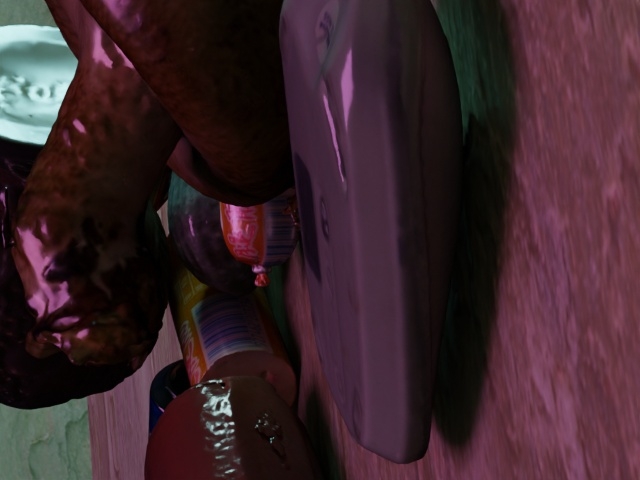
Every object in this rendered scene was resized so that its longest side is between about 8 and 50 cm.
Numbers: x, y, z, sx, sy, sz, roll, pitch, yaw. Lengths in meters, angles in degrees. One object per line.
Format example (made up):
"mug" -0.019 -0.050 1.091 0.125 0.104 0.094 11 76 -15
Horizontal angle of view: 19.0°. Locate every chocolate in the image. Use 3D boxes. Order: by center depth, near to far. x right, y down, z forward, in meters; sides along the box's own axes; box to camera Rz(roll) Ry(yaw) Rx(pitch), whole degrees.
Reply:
"chocolate" -0.090 -0.073 1.705 0.110 0.110 0.248 128 135 -71

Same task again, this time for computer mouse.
"computer mouse" 0.040 -0.024 1.159 0.197 0.095 0.331 -111 14 -59

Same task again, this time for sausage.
"sausage" -0.062 0.228 1.533 0.279 0.152 0.152 -107 19 -48
"sausage" -0.053 -0.078 1.613 0.071 0.071 0.234 169 98 -77
"sausage" -0.095 0.060 1.780 0.312 0.093 0.093 -114 25 -59

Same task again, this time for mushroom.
"mushroom" -0.137 -0.123 1.436 0.334 0.356 0.331 48 -168 1

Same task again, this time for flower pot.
"flower pot" -0.257 -0.032 1.696 0.266 0.266 0.267 -107 21 -49

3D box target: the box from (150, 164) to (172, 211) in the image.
"box" -0.178 -0.151 1.885 0.177 0.148 0.195 -64 1 -24

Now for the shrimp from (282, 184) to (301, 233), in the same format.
"shrimp" 0.008 -0.002 1.456 0.095 0.045 0.162 69 166 -11

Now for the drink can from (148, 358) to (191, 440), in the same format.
"drink can" -0.107 0.214 1.804 0.118 0.118 0.205 -112 22 -57
